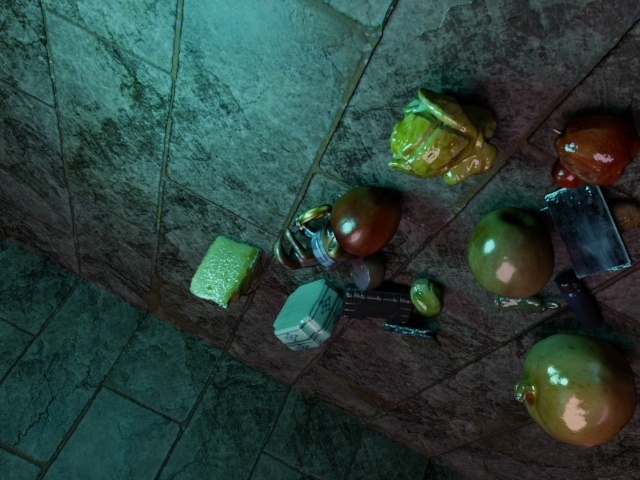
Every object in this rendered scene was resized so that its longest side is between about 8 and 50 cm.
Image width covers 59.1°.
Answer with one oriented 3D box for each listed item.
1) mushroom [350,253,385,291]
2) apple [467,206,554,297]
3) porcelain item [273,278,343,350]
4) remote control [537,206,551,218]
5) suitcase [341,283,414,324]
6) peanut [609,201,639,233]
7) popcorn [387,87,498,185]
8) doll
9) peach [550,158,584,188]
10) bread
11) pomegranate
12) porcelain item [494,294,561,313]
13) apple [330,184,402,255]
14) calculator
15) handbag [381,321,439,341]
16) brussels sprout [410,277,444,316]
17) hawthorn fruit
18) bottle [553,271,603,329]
[{"bbox_3d":[0.186,0.117,2.148,0.117,0.141,0.188,-3,155,-18],"label":"mushroom"},{"bbox_3d":[0.564,0.032,1.662,0.257,0.257,0.233,17,126,13],"label":"apple"},{"bbox_3d":[-0.045,0.323,2.426,0.157,0.281,0.286,44,140,-21],"label":"porcelain item"},{"bbox_3d":[0.676,-0.091,1.629,0.039,0.014,0.096,39,143,-18],"label":"remote control"},{"bbox_3d":[0.232,0.258,2.284,0.286,0.066,0.206,6,144,2],"label":"suitcase"},{"bbox_3d":[0.775,-0.047,1.564,0.099,0.099,0.214,40,150,-19],"label":"peanut"},{"bbox_3d":[0.316,-0.261,1.470,0.277,0.276,0.225,23,110,5],"label":"popcorn"},{"bbox_3d":[-0.001,-0.004,2.062,0.318,0.209,0.340,11,164,-41],"label":"doll"},{"bbox_3d":[0.653,-0.176,1.486,0.098,0.061,0.098,17,136,17],"label":"peach"},{"bbox_3d":[-0.398,0.169,2.447,0.249,0.315,0.279,22,156,10],"label":"bread"},{"bbox_3d":[0.877,0.516,1.970,0.412,0.411,0.411,18,145,13],"label":"pomegranate"},{"bbox_3d":[0.721,0.218,1.965,0.216,0.069,0.081,-2,125,37],"label":"porcelain item"},{"bbox_3d":[0.145,-0.067,1.834,0.234,0.234,0.234,18,145,13],"label":"apple"},{"bbox_3d":[0.723,-0.033,1.534,0.161,0.021,0.261,-26,80,51],"label":"calculator"},{"bbox_3d":[0.378,0.378,2.362,0.221,0.057,0.144,8,175,26],"label":"handbag"},{"bbox_3d":[0.403,0.214,2.124,0.118,0.155,0.155,-16,139,-2],"label":"brussels sprout"},{"bbox_3d":[0.662,-0.222,1.351,0.179,0.173,0.173,28,158,50],"label":"hawthorn fruit"},{"bbox_3d":[0.848,0.196,1.847,0.244,0.072,0.082,46,163,-27],"label":"bottle"}]
